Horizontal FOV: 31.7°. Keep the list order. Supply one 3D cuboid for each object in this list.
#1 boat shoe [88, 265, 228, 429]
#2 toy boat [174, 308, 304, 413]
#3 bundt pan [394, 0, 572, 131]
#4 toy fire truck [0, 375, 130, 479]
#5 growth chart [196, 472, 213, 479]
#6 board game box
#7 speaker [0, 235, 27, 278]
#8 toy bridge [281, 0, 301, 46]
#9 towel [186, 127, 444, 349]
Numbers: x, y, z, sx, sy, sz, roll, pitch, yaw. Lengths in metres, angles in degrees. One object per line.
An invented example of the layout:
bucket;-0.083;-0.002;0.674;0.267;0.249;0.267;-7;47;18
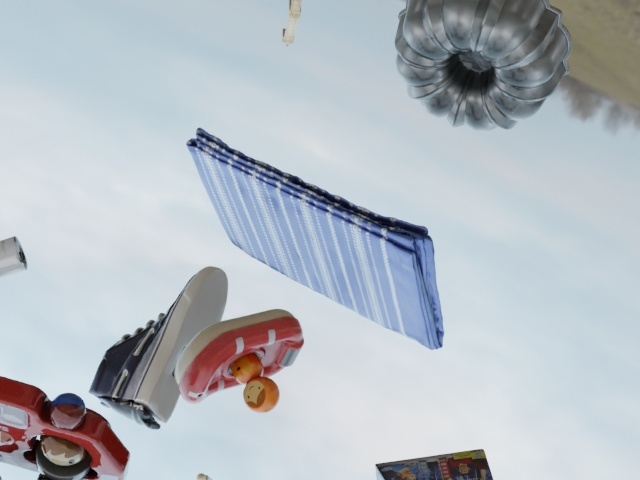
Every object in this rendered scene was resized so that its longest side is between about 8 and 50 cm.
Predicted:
boat shoe;-0.311;0.184;2.141;0.158;0.340;0.127;9;147;28
toy boat;-0.119;0.215;1.840;0.231;0.151;0.151;-13;-124;-33
bundt pan;0.280;-0.324;2.041;0.331;0.330;0.124;24;-128;1
toy fire truck;-0.423;0.277;1.615;0.302;0.254;0.169;17;-125;-1
growth chart;-0.268;0.481;1.931;0.021;0.237;0.172;53;-178;26
board game box;0.196;0.437;1.886;0.194;0.060;0.194;-8;-157;2
speaker;-0.500;0.039;1.647;0.136;0.055;0.055;-18;-161;-3
toy bridge;-0.052;-0.461;2.223;0.026;0.188;0.063;6;-137;-8
towel;0.000;0.000;1.361;0.336;0.040;0.243;27;155;27
